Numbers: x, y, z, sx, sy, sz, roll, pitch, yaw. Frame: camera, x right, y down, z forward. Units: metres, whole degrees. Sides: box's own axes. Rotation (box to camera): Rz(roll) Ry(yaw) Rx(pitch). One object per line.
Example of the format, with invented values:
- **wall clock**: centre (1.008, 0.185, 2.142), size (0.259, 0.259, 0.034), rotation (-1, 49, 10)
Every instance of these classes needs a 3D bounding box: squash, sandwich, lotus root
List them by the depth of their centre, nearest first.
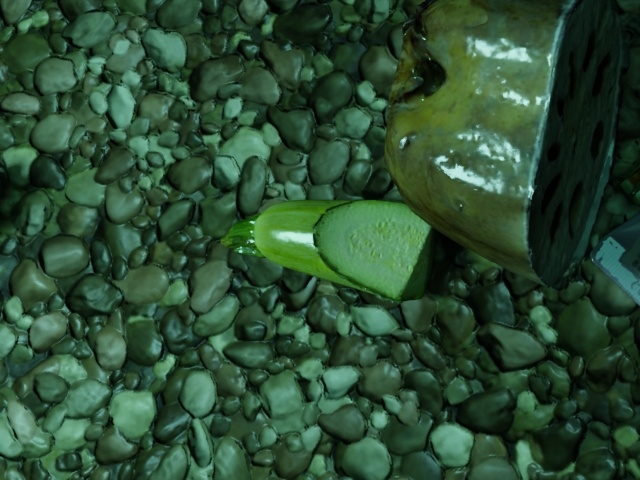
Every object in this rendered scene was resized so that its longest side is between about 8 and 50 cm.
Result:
- **lotus root**: centre (0.146, -0.107, 0.987), size (0.192, 0.272, 0.272), rotation (17, 77, 20)
- **sandwich**: centre (0.323, -0.082, 1.037), size (0.135, 0.067, 0.029), rotation (-39, 94, 8)
- **squash**: centre (0.000, 0.001, 1.062), size (0.200, 0.075, 0.090), rotation (7, 101, 13)

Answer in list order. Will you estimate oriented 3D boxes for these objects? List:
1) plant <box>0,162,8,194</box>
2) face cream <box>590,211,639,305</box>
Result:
- **plant**: centre (-0.372, -0.014, 1.131), size (0.174, 0.085, 0.087), rotation (-47, 111, -9)
- **face cream**: centre (0.380, -0.033, 1.010), size (0.154, 0.096, 0.274), rotation (45, 98, 15)
